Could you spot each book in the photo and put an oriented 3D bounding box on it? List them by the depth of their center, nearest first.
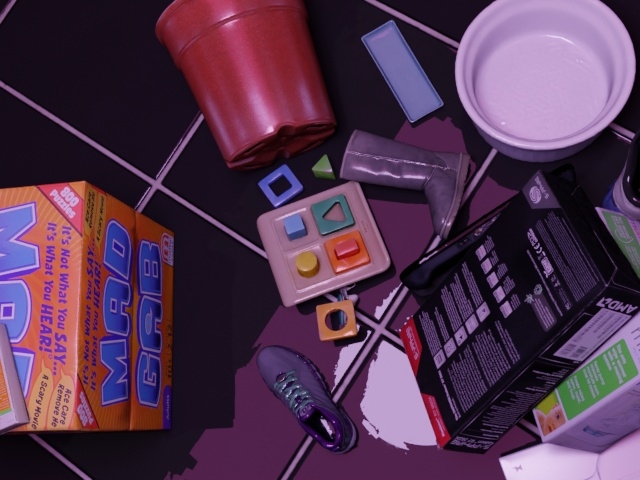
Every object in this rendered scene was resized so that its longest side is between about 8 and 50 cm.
[{"bbox_3d":[-0.463,0.197,1.163,0.096,0.035,0.144,-22,74,10],"label":"book"}]

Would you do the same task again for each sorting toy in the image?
[{"bbox_3d":[0.000,0.000,1.439,0.196,0.047,0.348,-22,65,3],"label":"sorting toy"}]

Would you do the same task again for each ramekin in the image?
[{"bbox_3d":[0.364,-0.263,1.400,0.277,0.135,0.277,-2,78,11],"label":"ramekin"}]

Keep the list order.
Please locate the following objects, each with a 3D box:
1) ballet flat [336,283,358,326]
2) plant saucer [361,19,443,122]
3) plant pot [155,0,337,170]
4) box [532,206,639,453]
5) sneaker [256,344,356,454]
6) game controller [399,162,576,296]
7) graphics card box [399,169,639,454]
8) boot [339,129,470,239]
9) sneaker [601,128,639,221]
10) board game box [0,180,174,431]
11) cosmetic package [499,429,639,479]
[{"bbox_3d":[0.043,0.088,1.446,0.041,0.041,0.114,-14,76,9],"label":"ballet flat"},{"bbox_3d":[0.146,-0.301,1.517,0.067,0.018,0.192,-29,73,5],"label":"plant saucer"},{"bbox_3d":[-0.108,-0.278,1.454,0.272,0.272,0.265,-22,83,7],"label":"plant pot"},{"bbox_3d":[0.401,0.130,1.214,0.231,0.126,0.262,-49,37,39],"label":"box"},{"bbox_3d":[-0.027,0.254,1.393,0.083,0.098,0.223,-45,73,0],"label":"sneaker"},{"bbox_3d":[0.266,-0.017,1.351,0.319,0.166,0.067,-34,69,3],"label":"game controller"},{"bbox_3d":[0.272,0.110,1.222,0.371,0.094,0.233,-56,33,33],"label":"graphics card box"},{"bbox_3d":[0.135,-0.098,1.423,0.208,0.076,0.190,14,52,3],"label":"boot"},{"bbox_3d":[0.561,-0.156,1.311,0.127,0.182,0.315,32,87,15],"label":"sneaker"},{"bbox_3d":[-0.469,0.133,1.381,0.356,0.356,0.356,-4,77,12],"label":"board game box"},{"bbox_3d":[0.462,0.456,1.237,0.284,0.097,0.377,-22,70,9],"label":"cosmetic package"}]
